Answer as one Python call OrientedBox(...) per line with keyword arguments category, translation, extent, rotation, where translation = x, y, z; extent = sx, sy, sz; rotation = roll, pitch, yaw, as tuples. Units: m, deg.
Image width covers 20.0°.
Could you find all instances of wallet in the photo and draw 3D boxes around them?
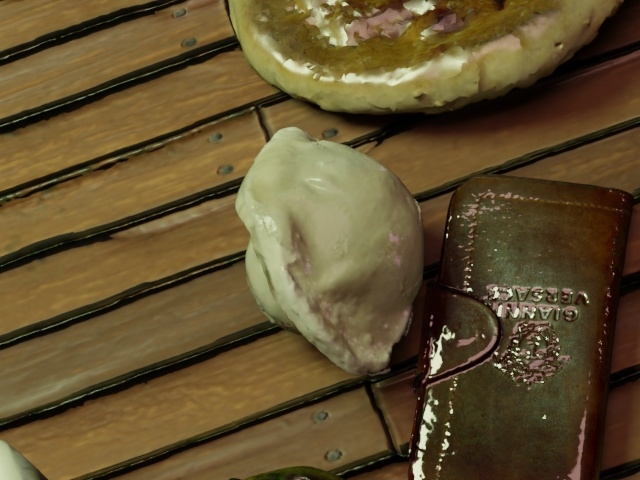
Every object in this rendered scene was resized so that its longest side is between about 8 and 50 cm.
OrientedBox(category="wallet", translation=(0.134, 0.071, 1.239), extent=(0.137, 0.031, 0.255), rotation=(5, 62, 12))

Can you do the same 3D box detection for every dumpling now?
OrientedBox(category="dumpling", translation=(0.000, 0.000, 1.246), extent=(0.136, 0.118, 0.199), rotation=(21, 41, -28))

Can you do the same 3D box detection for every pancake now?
OrientedBox(category="pancake", translation=(0.094, -0.241, 1.406), extent=(0.356, 0.065, 0.356), rotation=(-5, 56, 7))

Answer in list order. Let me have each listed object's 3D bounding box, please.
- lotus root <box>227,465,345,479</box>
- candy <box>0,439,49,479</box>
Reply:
OrientedBox(category="lotus root", translation=(-0.021, 0.201, 1.114), extent=(0.183, 0.078, 0.203), rotation=(10, 33, 26))
OrientedBox(category="candy", translation=(-0.279, 0.291, 1.054), extent=(0.358, 0.208, 0.145), rotation=(-32, 37, -9))
